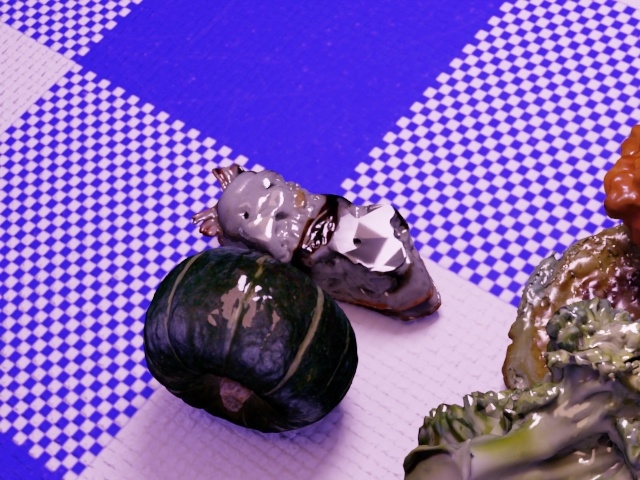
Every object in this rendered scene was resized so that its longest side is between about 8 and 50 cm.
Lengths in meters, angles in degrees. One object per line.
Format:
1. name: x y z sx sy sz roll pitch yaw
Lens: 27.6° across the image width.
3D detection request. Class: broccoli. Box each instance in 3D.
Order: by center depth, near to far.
1. broccoli: 0.216 0.253 1.310 0.317 0.338 0.277 -18 67 -24

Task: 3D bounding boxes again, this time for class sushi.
1. sushi: 0.000 0.000 1.639 0.332 0.130 0.124 15 60 21

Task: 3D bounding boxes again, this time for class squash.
1. squash: -0.081 0.118 1.505 0.252 0.252 0.165 14 58 21

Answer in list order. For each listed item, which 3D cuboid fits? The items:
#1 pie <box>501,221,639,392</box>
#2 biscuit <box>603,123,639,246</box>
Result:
1. pie: 0.382 0.113 1.492 0.354 0.103 0.288 -13 47 5
2. biscuit: 0.480 -0.032 1.472 0.318 0.111 0.312 28 28 10
